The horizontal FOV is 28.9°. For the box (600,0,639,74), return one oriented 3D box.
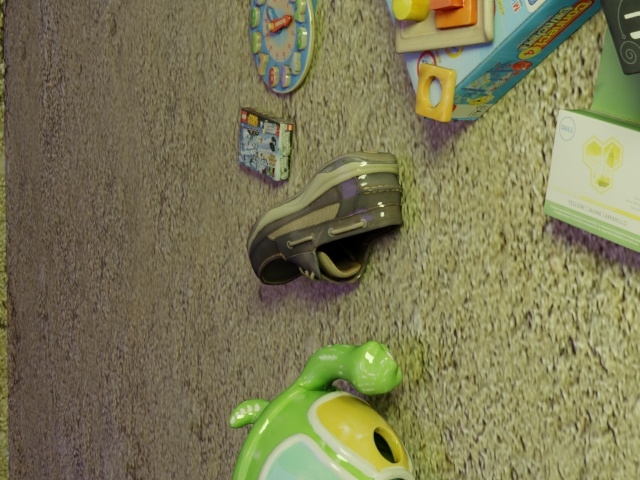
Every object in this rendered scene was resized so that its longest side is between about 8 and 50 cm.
[{"bbox_3d":[0.375,-0.254,1.053,0.270,0.143,0.165,-3,111,57],"label":"box"}]

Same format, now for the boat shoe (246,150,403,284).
[{"bbox_3d":[0.000,0.000,1.773,0.355,0.132,0.130,-44,56,54],"label":"boat shoe"}]

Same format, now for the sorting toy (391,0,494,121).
[{"bbox_3d":[0.129,-0.311,1.432,0.196,0.047,0.348,5,98,59],"label":"sorting toy"}]

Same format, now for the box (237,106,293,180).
[{"bbox_3d":[-0.090,-0.158,2.009,0.137,0.027,0.094,30,119,55],"label":"box"}]

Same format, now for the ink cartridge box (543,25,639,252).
[{"bbox_3d":[0.321,-0.119,1.294,0.171,0.056,0.235,30,120,55],"label":"ink cartridge box"}]

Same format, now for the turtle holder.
[{"bbox_3d":[0.025,0.309,1.707,0.227,0.243,0.320,19,70,42],"label":"turtle holder"}]

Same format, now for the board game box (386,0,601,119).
[{"bbox_3d":[0.189,-0.347,1.460,0.302,0.086,0.308,-42,57,53],"label":"board game box"}]

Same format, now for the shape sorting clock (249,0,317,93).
[{"bbox_3d":[-0.065,-0.333,1.937,0.206,0.040,0.206,9,100,59],"label":"shape sorting clock"}]
